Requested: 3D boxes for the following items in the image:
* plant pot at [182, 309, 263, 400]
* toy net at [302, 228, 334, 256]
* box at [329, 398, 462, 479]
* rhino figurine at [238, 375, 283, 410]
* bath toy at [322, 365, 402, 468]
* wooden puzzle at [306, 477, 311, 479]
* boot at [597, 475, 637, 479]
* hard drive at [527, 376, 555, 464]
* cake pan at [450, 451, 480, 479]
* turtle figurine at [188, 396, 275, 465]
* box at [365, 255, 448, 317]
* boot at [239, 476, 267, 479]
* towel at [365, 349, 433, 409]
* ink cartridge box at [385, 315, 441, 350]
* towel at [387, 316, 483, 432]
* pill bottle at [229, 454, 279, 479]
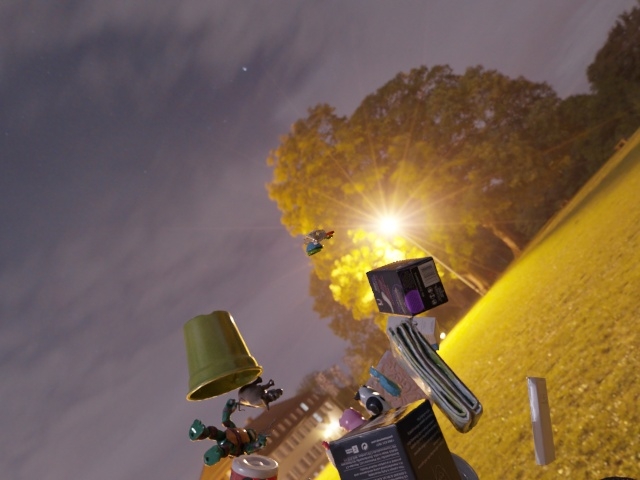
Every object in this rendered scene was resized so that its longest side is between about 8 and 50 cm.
[{"bbox_3d":[-0.379,0.402,1.786,0.276,0.253,0.276,-20,-23,-9],"label":"plant pot"},{"bbox_3d":[0.000,0.000,1.721,0.122,0.045,0.232,-22,-9,-4],"label":"toy net"},{"bbox_3d":[0.237,0.675,1.335,0.212,0.395,0.294,-28,-17,24],"label":"box"},{"bbox_3d":[-0.200,0.524,1.676,0.106,0.073,0.243,-27,7,-34],"label":"rhino figurine"},{"bbox_3d":[0.129,0.608,1.681,0.348,0.129,0.151,-56,2,-9],"label":"bath toy"},{"bbox_3d":[0.016,0.937,1.644,0.044,0.220,0.238,-26,-52,18],"label":"wooden puzzle"},{"bbox_3d":[0.657,0.693,1.247,0.222,0.339,0.118,92,176,-48],"label":"boot"},{"bbox_3d":[0.851,0.687,1.907,0.203,0.040,0.307,24,-118,-53],"label":"hard drive"},{"bbox_3d":[0.514,1.002,2.036,0.293,0.293,0.054,-30,-39,-48],"label":"cake pan"},{"bbox_3d":[-0.214,0.494,1.256,0.234,0.175,0.118,14,-82,-57],"label":"turtle figurine"},{"bbox_3d":[0.287,0.157,1.693,0.144,0.165,0.270,-20,2,-17],"label":"box"},{"bbox_3d":[-0.175,0.779,1.425,0.084,0.161,0.246,-20,-9,-29],"label":"boot"},{"bbox_3d":[0.394,0.701,2.356,0.332,0.317,0.053,-42,-26,-53],"label":"towel"},{"bbox_3d":[0.392,0.391,2.086,0.148,0.203,0.085,62,-146,-45],"label":"ink cartridge box"},{"bbox_3d":[0.327,0.403,1.437,0.090,0.320,0.374,-36,-28,-4],"label":"towel"},{"bbox_3d":[-0.263,0.979,1.828,0.176,0.177,0.318,27,-110,-72],"label":"pill bottle"}]
